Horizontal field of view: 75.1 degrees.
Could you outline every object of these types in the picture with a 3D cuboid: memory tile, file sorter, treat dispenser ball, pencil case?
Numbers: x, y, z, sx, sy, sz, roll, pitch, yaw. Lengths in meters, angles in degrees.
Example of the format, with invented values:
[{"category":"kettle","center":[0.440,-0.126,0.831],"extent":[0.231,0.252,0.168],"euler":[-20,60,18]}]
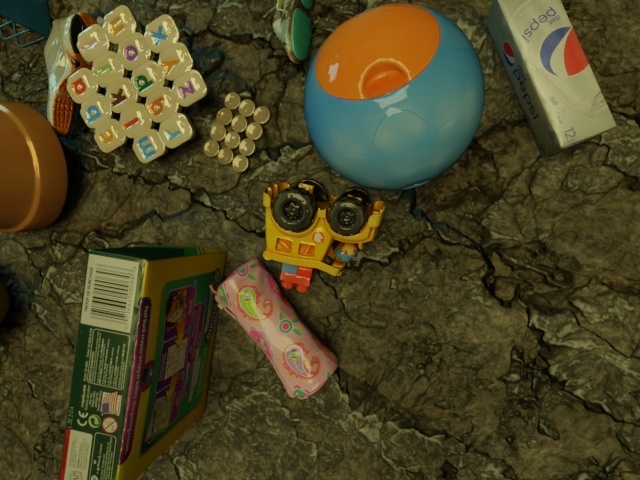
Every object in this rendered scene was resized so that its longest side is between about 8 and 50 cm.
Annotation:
[{"category":"memory tile","center":[-0.178,-0.230,0.885],"extent":[0.113,0.012,0.148],"euler":[27,96,10]},{"category":"file sorter","center":[-0.704,-0.519,0.908],"extent":[0.104,0.170,0.118],"euler":[-11,89,15]},{"category":"treat dispenser ball","center":[0.116,-0.226,0.686],"extent":[0.288,0.288,0.288],"euler":[0,91,11]},{"category":"pencil case","center":[-0.089,0.169,0.814],"extent":[0.124,0.124,0.284],"euler":[-41,85,9]}]

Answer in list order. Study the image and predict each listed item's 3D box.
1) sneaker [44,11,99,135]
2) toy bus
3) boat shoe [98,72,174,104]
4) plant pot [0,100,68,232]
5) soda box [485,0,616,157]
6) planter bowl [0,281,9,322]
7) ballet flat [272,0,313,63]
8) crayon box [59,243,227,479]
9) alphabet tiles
[{"category":"sneaker","center":[-0.564,-0.367,0.930],"extent":[0.121,0.099,0.262],"euler":[16,94,28]},{"category":"toy bus","center":[0.000,0.000,0.795],"extent":[0.220,0.149,0.211],"euler":[10,106,8]},{"category":"boat shoe","center":[-0.390,-0.326,0.897],"extent":[0.228,0.069,0.081],"euler":[-3,91,11]},{"category":"plant pot","center":[-0.716,-0.147,0.862],"extent":[0.291,0.203,0.290],"euler":[5,103,21]},{"category":"soda box","center":[0.392,-0.298,0.727],"extent":[0.091,0.098,0.286],"euler":[-22,86,11]},{"category":"planter bowl","center":[-0.808,0.147,0.976],"extent":[0.217,0.090,0.217],"euler":[0,92,11]},{"category":"ballet flat","center":[-0.055,-0.457,0.833],"extent":[0.079,0.077,0.221],"euler":[6,87,30]},{"category":"crayon box","center":[-0.296,0.194,0.760],"extent":[0.106,0.313,0.363],"euler":[9,92,8]},{"category":"alphabet tiles","center":[-0.375,-0.311,0.849],"extent":[0.278,0.021,0.284],"euler":[-25,98,15]}]
